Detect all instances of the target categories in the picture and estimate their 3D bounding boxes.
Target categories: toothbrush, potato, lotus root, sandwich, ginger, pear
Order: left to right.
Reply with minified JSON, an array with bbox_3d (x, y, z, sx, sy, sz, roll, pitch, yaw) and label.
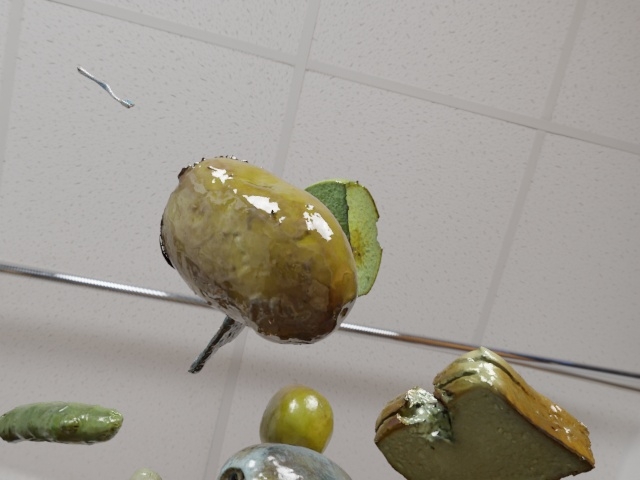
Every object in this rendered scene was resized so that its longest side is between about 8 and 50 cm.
[{"bbox_3d":[-0.505,0.352,1.009,0.290,0.089,0.137,-17,-40,33],"label":"ginger"},{"bbox_3d":[-0.383,-0.271,0.917,0.162,0.017,0.014,35,-48,21],"label":"toothbrush"},{"bbox_3d":[-0.066,0.027,0.717,0.229,0.266,0.229,-23,-51,-31],"label":"potato"},{"bbox_3d":[-0.060,0.468,1.330,0.200,0.200,0.200,-1,-78,-5],"label":"pear"},{"bbox_3d":[-0.015,0.390,0.778,0.322,0.158,0.140,36,-110,-40],"label":"lotus root"},{"bbox_3d":[0.000,0.000,1.234,0.292,0.159,0.292,3,-82,23],"label":"pear"},{"bbox_3d":[0.243,0.318,0.846,0.249,0.095,0.273,40,-57,-10],"label":"sandwich"}]

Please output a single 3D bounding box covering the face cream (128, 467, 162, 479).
[{"bbox_3d":[-0.375,0.528,0.962,0.114,0.224,0.070,3,-72,10],"label":"face cream"}]

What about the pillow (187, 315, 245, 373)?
[{"bbox_3d":[-0.206,0.202,1.227,0.034,0.255,0.189,41,-70,3],"label":"pillow"}]
